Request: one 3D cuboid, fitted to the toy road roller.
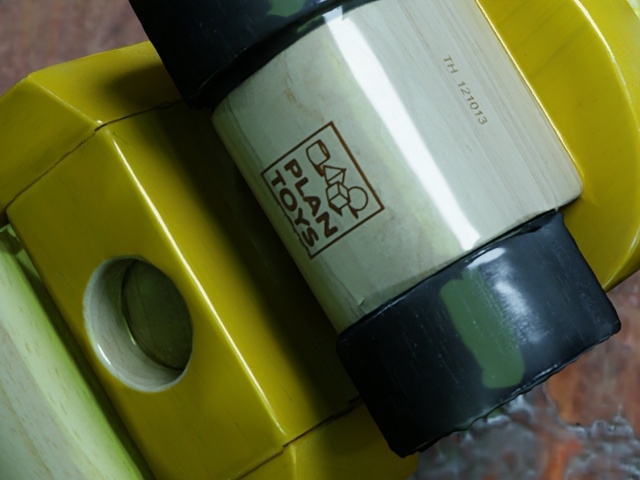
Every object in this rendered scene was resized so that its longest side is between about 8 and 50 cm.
[{"bbox_3d":[0.000,0.000,0.790,0.329,0.240,0.202,-35,83,36],"label":"toy road roller"}]
